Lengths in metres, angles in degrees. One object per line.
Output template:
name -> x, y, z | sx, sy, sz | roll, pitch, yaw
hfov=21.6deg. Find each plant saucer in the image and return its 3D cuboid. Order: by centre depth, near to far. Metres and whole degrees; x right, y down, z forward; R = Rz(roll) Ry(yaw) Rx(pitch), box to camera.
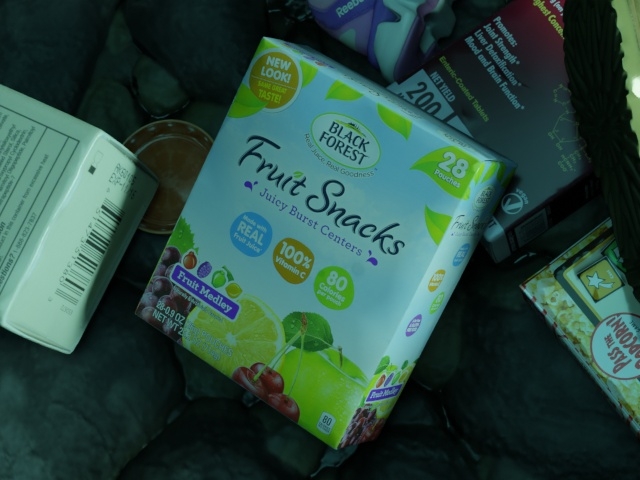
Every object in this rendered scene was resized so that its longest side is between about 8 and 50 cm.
plant saucer -> -0.107, -0.044, 1.176 | 0.083, 0.013, 0.083 | -3, 76, 11

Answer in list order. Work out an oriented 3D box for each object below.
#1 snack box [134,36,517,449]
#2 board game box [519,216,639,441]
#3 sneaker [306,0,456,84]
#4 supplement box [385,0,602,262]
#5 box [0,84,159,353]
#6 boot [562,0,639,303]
snack box -> 0.000, 0.000, 1.074 | 0.174, 0.070, 0.207 | 31, 103, 23
board game box -> 0.248, 0.029, 1.070 | 0.193, 0.045, 0.146 | -37, 72, 0
sneaker -> 0.064, -0.226, 1.152 | 0.104, 0.095, 0.236 | 23, 82, 23
supplement box -> 0.176, -0.107, 1.105 | 0.239, 0.073, 0.130 | -35, 73, 0
box -> -0.287, -0.055, 1.151 | 0.311, 0.121, 0.148 | 26, 84, 19
boot -> 0.296, -0.081, 1.019 | 0.270, 0.089, 0.236 | -9, 82, -14
